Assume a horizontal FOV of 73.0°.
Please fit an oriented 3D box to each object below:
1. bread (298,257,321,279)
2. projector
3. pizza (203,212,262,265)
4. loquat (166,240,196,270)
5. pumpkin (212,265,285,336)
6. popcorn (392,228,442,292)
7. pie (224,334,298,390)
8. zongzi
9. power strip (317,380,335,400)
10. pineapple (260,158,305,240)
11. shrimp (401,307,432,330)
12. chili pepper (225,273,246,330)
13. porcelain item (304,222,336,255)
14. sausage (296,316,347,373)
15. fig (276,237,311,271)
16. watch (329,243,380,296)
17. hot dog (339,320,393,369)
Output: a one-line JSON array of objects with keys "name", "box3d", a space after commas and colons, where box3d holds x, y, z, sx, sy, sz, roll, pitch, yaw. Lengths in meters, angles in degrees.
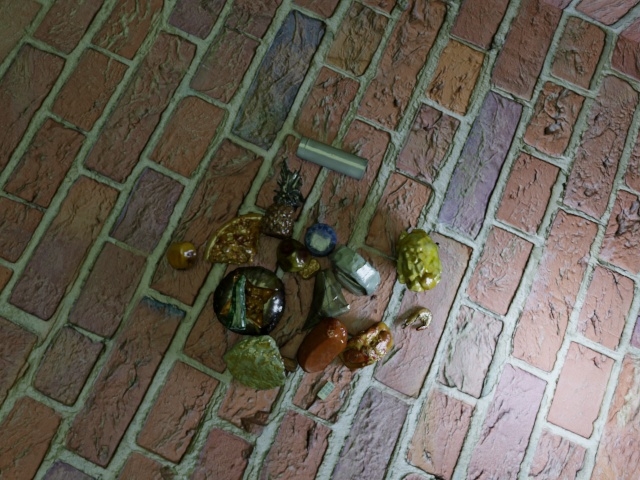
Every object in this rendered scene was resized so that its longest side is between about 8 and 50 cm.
[{"name": "bread", "box3d": [-0.052, 0.129, 1.982, 0.111, 0.044, 0.083, -34, 83, -6]}, {"name": "projector", "box3d": [0.055, -0.391, 2.046, 0.338, 0.108, 0.108, 20, 80, 0]}, {"name": "pizza", "box3d": [-0.372, 0.012, 1.964, 0.336, 0.086, 0.226, -38, 83, -10]}, {"name": "loquat", "box3d": [-0.617, 0.068, 1.927, 0.137, 0.113, 0.137, -3, 101, -13]}, {"name": "pumpkin", "box3d": [-0.302, 0.257, 1.870, 0.321, 0.192, 0.320, 0, 82, -1]}, {"name": "popcorn", "box3d": [0.428, 0.089, 1.920, 0.215, 0.252, 0.286, -3, 75, 9]}, {"name": "pie", "box3d": [-0.262, 0.526, 1.828, 0.257, 0.105, 0.274, -37, 108, 15]}, {"name": "zongzi", "box3d": [-0.018, 0.261, 1.927, 0.242, 0.112, 0.220, -24, 84, -6]}, {"name": "power strip", "box3d": [0.024, 0.662, 1.909, 0.040, 0.016, 0.090, 42, 80, 4]}, {"name": "pineapple", "box3d": [-0.155, -0.185, 1.976, 0.166, 0.165, 0.364, 18, 78, 0]}, {"name": "shrimp", "box3d": [0.444, 0.374, 1.978, 0.163, 0.045, 0.095, -33, 104, -13]}, {"name": "chili pepper", "box3d": [-0.328, 0.249, 1.748, 0.088, 0.059, 0.226, 7, 82, -5]}, {"name": "porcelain item", "box3d": [0.000, 0.000, 1.971, 0.147, 0.114, 0.147, 1, 79, -3]}, {"name": "sausage", "box3d": [0.004, 0.452, 1.854, 0.153, 0.141, 0.268, 37, 102, -15]}, {"name": "fig", "box3d": [-0.125, 0.075, 1.935, 0.154, 0.165, 0.144, 7, 46, -20]}, {"name": "watch", "box3d": [0.154, 0.126, 1.895, 0.253, 0.241, 0.161, 38, 79, 3]}, {"name": "hot dog", "box3d": [0.203, 0.457, 1.885, 0.257, 0.153, 0.150, -30, 84, -8]}]
